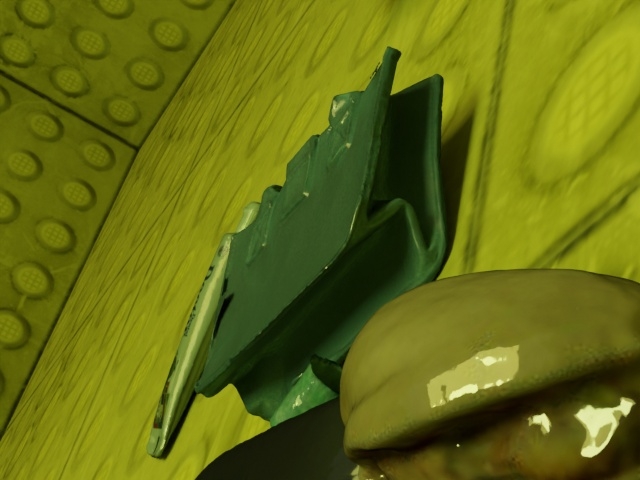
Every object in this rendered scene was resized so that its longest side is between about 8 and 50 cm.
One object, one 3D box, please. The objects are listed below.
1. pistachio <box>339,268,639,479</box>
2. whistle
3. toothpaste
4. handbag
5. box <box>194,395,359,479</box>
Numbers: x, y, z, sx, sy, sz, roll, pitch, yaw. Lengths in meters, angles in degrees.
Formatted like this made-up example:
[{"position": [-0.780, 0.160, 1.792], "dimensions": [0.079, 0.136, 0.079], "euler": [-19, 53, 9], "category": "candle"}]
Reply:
[{"position": [0.065, 0.060, 0.374], "dimensions": [0.149, 0.113, 0.113], "euler": [-16, 44, 50], "category": "pistachio"}, {"position": [-0.040, 0.150, 0.690], "dimensions": [0.186, 0.039, 0.039], "euler": [-57, 14, 18], "category": "whistle"}, {"position": [-0.106, 0.079, 1.088], "dimensions": [0.256, 0.037, 0.067], "euler": [-68, 15, -14], "category": "toothpaste"}, {"position": [0.000, 0.000, 0.763], "dimensions": [0.229, 0.062, 0.179], "euler": [-47, 25, 43], "category": "handbag"}, {"position": [-0.038, 0.187, 0.569], "dimensions": [0.201, 0.042, 0.213], "euler": [-31, 36, 49], "category": "box"}]
